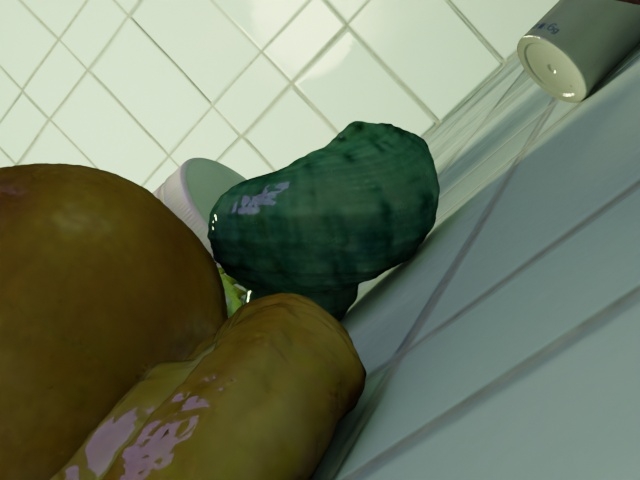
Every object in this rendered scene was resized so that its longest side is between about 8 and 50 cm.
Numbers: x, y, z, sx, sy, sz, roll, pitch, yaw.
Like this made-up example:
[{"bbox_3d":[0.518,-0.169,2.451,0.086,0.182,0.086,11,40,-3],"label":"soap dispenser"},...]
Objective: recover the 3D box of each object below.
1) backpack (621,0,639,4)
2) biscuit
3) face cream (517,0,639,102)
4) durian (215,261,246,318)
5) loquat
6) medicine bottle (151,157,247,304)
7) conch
[{"bbox_3d":[0.214,-0.226,0.429,0.283,0.197,0.317,-45,1,5],"label":"backpack"},{"bbox_3d":[-0.073,0.113,0.516,0.213,0.091,0.274,-46,1,-17],"label":"biscuit"},{"bbox_3d":[0.281,-0.229,0.816,0.250,0.077,0.077,-45,3,-10],"label":"face cream"},{"bbox_3d":[-0.180,0.120,1.028,0.158,0.169,0.352,-41,18,26],"label":"durian"},{"bbox_3d":[-0.230,0.093,0.756,0.328,0.328,0.328,-43,2,2],"label":"loquat"},{"bbox_3d":[-0.175,0.052,1.327,0.241,0.252,0.252,-41,3,20],"label":"medicine bottle"},{"bbox_3d":[-0.001,0.004,0.817,0.134,0.196,0.202,-96,29,-45],"label":"conch"}]
